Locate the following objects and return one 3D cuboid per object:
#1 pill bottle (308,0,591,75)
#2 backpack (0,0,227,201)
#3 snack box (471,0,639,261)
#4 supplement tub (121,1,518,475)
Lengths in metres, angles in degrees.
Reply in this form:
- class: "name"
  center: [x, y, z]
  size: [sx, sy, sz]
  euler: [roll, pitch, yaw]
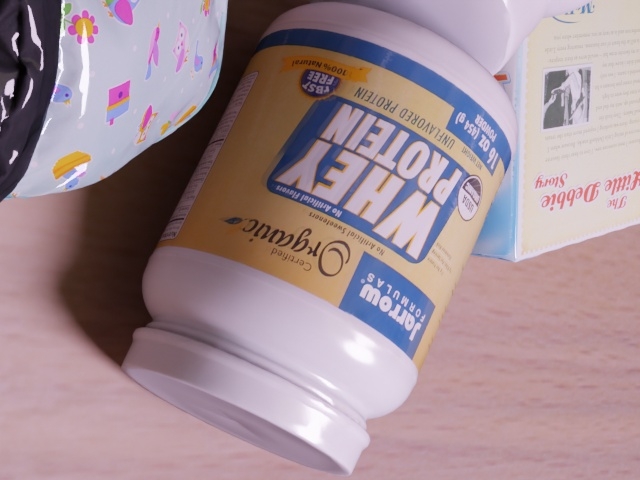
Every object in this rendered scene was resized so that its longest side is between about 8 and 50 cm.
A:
- class: "pill bottle"
  center: [0.121, -0.234, 0.705]
  size: [0.318, 0.176, 0.176]
  euler: [-54, 133, -26]
- class: "backpack"
  center: [-0.109, -0.086, 0.495]
  size: [0.182, 0.115, 0.152]
  euler: [-46, 155, -66]
- class: "snack box"
  center: [0.208, -0.105, 0.920]
  size: [0.322, 0.060, 0.187]
  euler: [-13, 108, -46]
- class: "supplement tub"
  center: [0.000, 0.000, 0.644]
  size: [0.144, 0.144, 0.200]
  euler: [41, 68, -45]
